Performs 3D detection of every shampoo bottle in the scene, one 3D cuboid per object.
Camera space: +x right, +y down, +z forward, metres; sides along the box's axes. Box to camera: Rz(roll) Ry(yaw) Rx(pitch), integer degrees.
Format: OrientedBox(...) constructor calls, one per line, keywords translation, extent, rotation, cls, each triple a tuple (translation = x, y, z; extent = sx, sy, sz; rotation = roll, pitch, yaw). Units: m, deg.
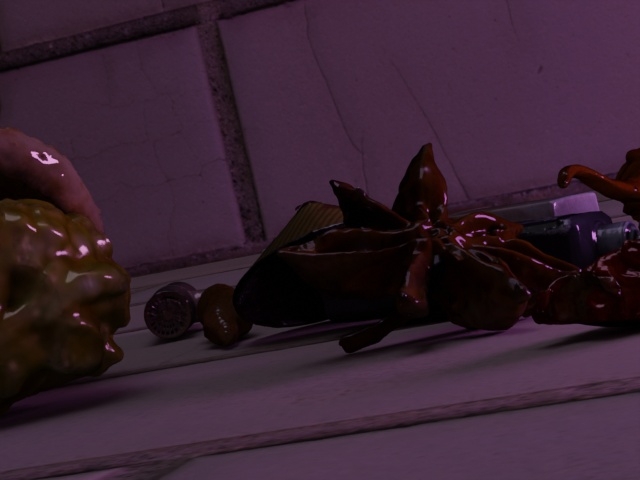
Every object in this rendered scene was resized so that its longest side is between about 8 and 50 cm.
OrientedBox(translation=(0.157, 0.020, 1.519), extent=(0.309, 0.071, 0.098), rotation=(-9, -4, 28), cls="shampoo bottle")

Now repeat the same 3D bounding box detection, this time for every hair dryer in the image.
OrientedBox(translation=(-0.076, 0.058, 1.966), extent=(0.220, 0.054, 0.195), rotation=(-11, 2, -2), cls="hair dryer")

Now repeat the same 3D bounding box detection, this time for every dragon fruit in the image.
OrientedBox(translation=(0.209, 0.039, 1.182), extent=(0.131, 0.063, 0.097), rotation=(-8, -34, -20), cls="dragon fruit")

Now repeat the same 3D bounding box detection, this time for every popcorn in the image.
OrientedBox(translation=(-0.296, 0.069, 1.452), extent=(0.286, 0.174, 0.225), rotation=(-18, -10, -20), cls="popcorn")

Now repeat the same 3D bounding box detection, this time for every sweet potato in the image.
OrientedBox(translation=(-0.090, 0.074, 1.731), extent=(0.056, 0.056, 0.195), rotation=(-12, 8, -2), cls="sweet potato")

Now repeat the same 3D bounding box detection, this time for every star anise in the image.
OrientedBox(translation=(0.089, 0.014, 1.389), extent=(0.212, 0.111, 0.196), rotation=(10, 42, 18), cls="star anise")

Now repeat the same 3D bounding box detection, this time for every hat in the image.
OrientedBox(translation=(0.000, 0.000, 1.671), extent=(0.193, 0.082, 0.193), rotation=(-17, -26, -9), cls="hat")

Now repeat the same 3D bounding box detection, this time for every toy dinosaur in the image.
OrientedBox(translation=(0.366, -0.069, 1.828), extent=(0.208, 0.097, 0.432), rotation=(-8, -9, 14), cls="toy dinosaur")

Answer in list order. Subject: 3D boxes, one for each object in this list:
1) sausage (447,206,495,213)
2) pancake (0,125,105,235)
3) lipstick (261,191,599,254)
OrientedBox(translation=(0.123, 0.006, 2.005), extent=(0.304, 0.078, 0.078), rotation=(-11, 2, 38), cls="sausage")
OrientedBox(translation=(-0.356, 0.021, 1.568), extent=(0.356, 0.356, 0.065), rotation=(-12, 40, -9), cls="pancake")
OrientedBox(translation=(0.101, 0.017, 1.752), extent=(0.371, 0.080, 0.076), rotation=(-9, 2, 44), cls="lipstick")
